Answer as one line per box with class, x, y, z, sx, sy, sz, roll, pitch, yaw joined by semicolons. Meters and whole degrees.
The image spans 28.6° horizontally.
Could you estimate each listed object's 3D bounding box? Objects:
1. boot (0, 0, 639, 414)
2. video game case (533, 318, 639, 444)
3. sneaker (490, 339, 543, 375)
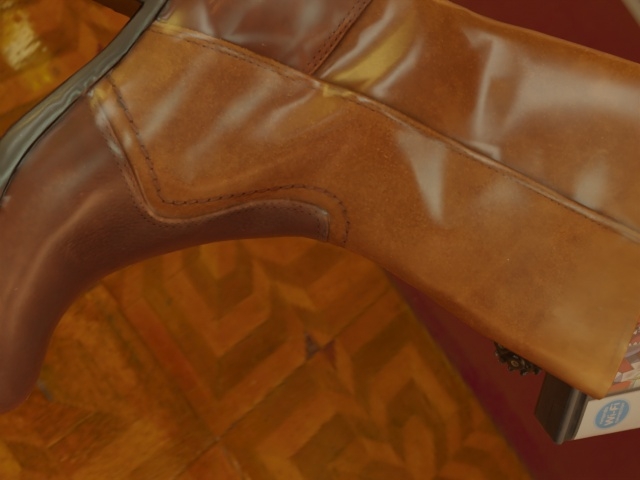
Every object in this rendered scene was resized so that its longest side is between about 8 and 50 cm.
boot;0.000;0.000;0.546;0.280;0.096;0.264;25;87;-10
video game case;0.275;-0.001;0.774;0.248;0.275;0.035;-6;37;-21
sneaker;0.218;0.022;1.179;0.085;0.237;0.086;21;30;21
